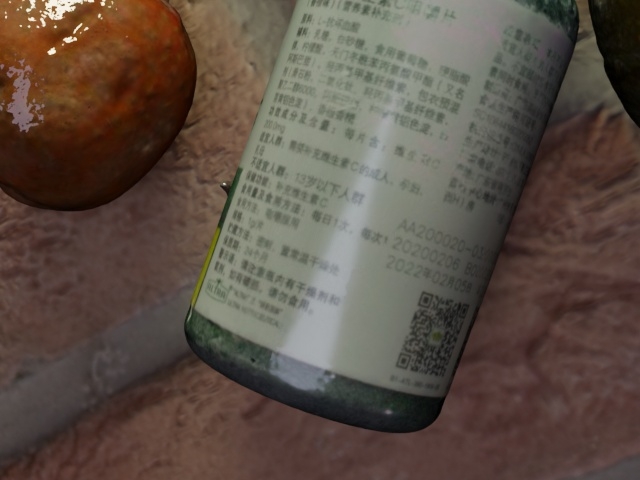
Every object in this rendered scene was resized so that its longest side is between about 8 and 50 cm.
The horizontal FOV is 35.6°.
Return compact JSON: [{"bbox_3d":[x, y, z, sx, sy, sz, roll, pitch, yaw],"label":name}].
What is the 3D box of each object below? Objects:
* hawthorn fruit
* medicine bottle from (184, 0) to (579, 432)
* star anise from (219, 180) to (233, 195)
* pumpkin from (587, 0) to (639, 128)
[{"bbox_3d":[-0.139,-0.099,0.568,0.189,0.149,0.149,-39,91,26],"label":"hawthorn fruit"},{"bbox_3d":[0.041,-0.061,0.506,0.141,0.141,0.293,21,93,10],"label":"medicine bottle"},{"bbox_3d":[-0.001,-0.001,0.601,0.141,0.042,0.141,0,91,2],"label":"star anise"},{"bbox_3d":[0.234,-0.125,0.446,0.224,0.157,0.223,1,103,5],"label":"pumpkin"}]
